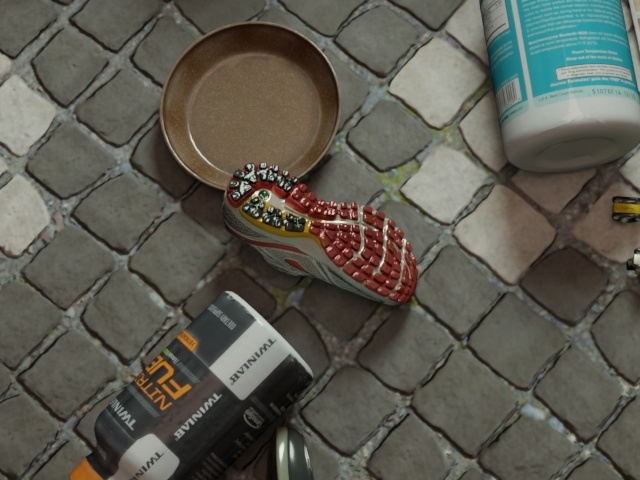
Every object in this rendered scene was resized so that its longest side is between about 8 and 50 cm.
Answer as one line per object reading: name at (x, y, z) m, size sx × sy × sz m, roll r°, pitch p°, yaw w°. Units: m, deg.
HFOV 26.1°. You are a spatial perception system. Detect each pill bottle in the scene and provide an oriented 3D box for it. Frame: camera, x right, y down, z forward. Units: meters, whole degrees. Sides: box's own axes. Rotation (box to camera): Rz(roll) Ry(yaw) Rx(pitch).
pill bottle at (0.246, -0.214, 1.440) m, size 0.146 × 0.146 × 0.264 m, roll -7°, pitch 75°, yaw 3°
pill bottle at (-0.134, 0.178, 1.372) m, size 0.130 × 0.130 × 0.246 m, roll 43°, pitch 82°, yaw 14°

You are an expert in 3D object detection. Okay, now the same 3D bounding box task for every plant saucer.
plant saucer at (-0.075, -0.141, 1.504) m, size 0.198 × 0.036 × 0.199 m, roll -1°, pitch 75°, yaw 4°

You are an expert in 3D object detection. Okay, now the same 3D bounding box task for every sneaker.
sneaker at (0.017, 0.288, 1.367) m, size 0.118 × 0.083 × 0.222 m, roll -7°, pitch 70°, yaw -13°
sneaker at (0.000, 0.000, 1.441) m, size 0.225 × 0.093 × 0.088 m, roll 30°, pitch 59°, yaw -3°

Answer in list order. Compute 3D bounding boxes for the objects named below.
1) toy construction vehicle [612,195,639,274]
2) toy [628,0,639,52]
toy construction vehicle at (0.351, -0.001, 1.435) m, size 0.098 × 0.035 × 0.086 m, roll 2°, pitch 64°, yaw 3°
toy at (0.415, -0.193, 1.467) m, size 0.137 × 0.056 × 0.237 m, roll -10°, pitch 74°, yaw 3°
